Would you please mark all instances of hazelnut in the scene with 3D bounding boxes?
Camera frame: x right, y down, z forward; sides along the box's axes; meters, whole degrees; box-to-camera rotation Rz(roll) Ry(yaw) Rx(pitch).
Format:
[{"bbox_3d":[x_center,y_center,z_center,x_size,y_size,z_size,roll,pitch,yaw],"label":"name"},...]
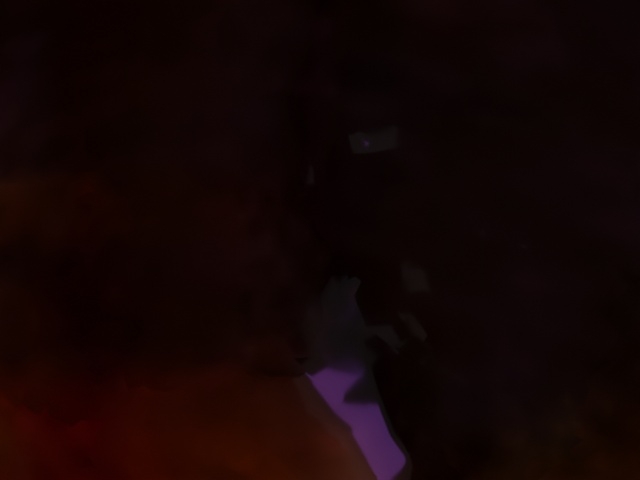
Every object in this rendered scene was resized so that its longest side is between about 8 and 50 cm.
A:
[{"bbox_3d":[0.000,0.000,0.691,0.420,0.352,0.421,-5,82,35],"label":"hazelnut"}]
